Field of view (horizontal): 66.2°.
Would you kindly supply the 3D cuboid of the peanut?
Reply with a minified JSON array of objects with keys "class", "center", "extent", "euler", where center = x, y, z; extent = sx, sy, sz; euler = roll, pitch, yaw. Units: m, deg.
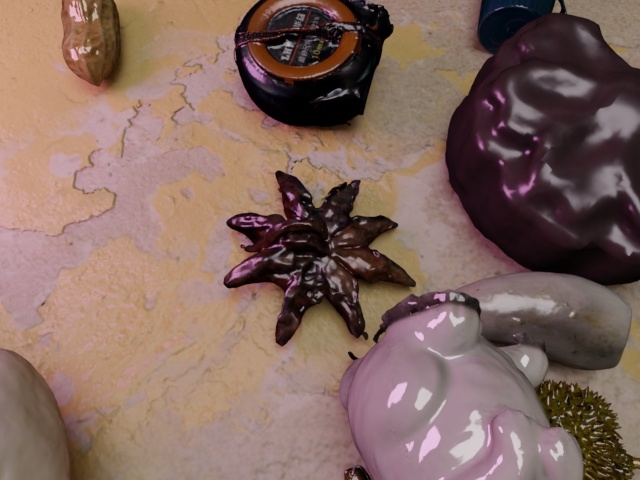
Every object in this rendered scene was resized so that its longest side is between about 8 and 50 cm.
[{"class":"peanut","center":[-0.354,-0.325,0.759],"extent":[0.083,0.093,0.194],"euler":[3,58,-34]}]

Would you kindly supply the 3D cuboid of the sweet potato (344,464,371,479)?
[{"class":"sweet potato","center":[0.074,0.350,0.491],"extent":[0.081,0.062,0.233],"euler":[-22,64,-32]}]

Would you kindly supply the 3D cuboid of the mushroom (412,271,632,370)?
[{"class":"mushroom","center":[0.242,0.092,0.598],"extent":[0.270,0.118,0.103],"euler":[6,26,0]}]

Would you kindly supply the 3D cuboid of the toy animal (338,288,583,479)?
[{"class":"toy animal","center":[0.114,0.239,0.428],"extent":[0.194,0.258,0.357],"euler":[23,52,-20]}]

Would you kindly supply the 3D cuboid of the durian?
[{"class":"durian","center":[0.282,0.229,0.544],"extent":[0.208,0.102,0.146],"euler":[18,59,0]}]

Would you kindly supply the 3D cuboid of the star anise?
[{"class":"star anise","center":[0.000,0.000,0.627],"extent":[0.272,0.102,0.271],"euler":[3,64,-7]}]

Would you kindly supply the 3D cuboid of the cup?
[{"class":"cup","center":[0.354,-0.400,0.845],"extent":[0.177,0.131,0.155],"euler":[28,68,-19]}]

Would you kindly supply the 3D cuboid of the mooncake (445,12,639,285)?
[{"class":"mooncake","center":[0.368,-0.116,0.663],"extent":[0.381,0.212,0.350],"euler":[17,71,6]}]

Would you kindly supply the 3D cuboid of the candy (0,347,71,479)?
[{"class":"candy","center":[-0.345,0.244,0.435],"extent":[0.296,0.185,0.295],"euler":[-17,51,22]}]

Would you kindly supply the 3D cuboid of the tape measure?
[{"class":"tape measure","center":[-0.017,-0.275,0.742],"extent":[0.223,0.135,0.202],"euler":[15,74,5]}]
